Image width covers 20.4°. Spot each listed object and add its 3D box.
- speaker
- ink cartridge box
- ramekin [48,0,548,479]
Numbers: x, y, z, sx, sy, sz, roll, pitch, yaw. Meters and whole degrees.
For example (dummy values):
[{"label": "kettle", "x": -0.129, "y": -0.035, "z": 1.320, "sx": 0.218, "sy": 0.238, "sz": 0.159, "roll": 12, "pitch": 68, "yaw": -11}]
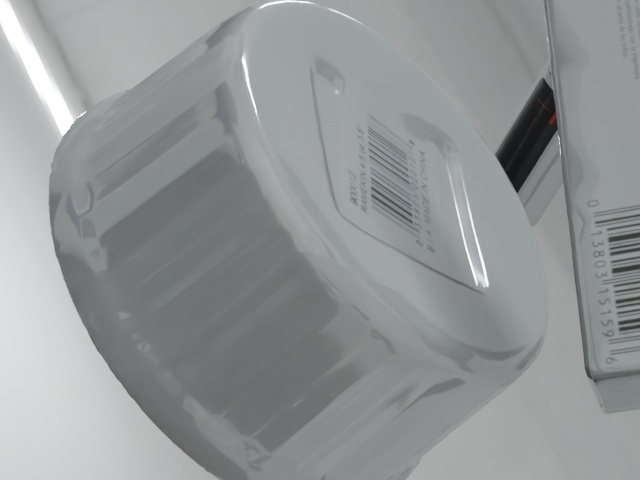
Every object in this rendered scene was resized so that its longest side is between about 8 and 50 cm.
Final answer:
[{"label": "speaker", "x": 0.157, "y": -0.074, "z": 1.218, "sx": 0.055, "sy": 0.055, "sz": 0.136, "roll": 51, "pitch": -48, "yaw": 26}, {"label": "ink cartridge box", "x": 0.240, "y": -0.064, "z": 0.898, "sx": 0.060, "sy": 0.239, "sz": 0.275, "roll": 56, "pitch": 28, "yaw": -60}, {"label": "ramekin", "x": 0.000, "y": 0.000, "z": 0.984, "sx": 0.135, "sy": 0.277, "sz": 0.277, "roll": -37, "pitch": -102, "yaw": 30}]
